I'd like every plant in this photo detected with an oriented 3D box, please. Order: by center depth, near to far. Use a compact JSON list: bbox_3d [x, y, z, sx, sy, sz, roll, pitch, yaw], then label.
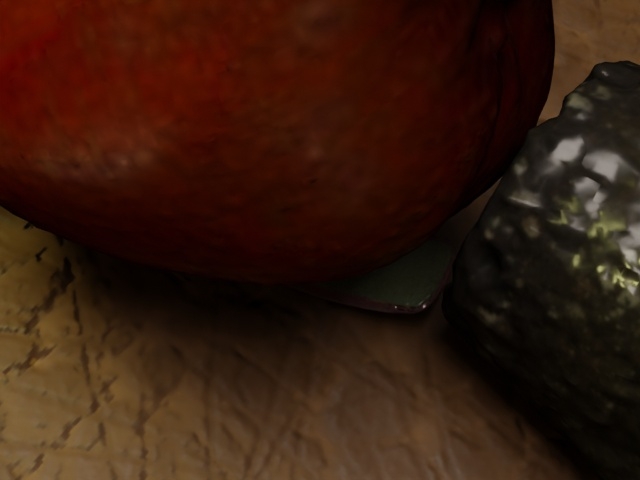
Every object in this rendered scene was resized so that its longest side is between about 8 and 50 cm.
[{"bbox_3d":[0.216,0.067,0.774,0.320,0.181,0.194,35,63,15],"label":"plant"}]

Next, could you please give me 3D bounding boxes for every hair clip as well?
[{"bbox_3d":[0.000,0.000,0.863,0.137,0.022,0.054,19,60,10],"label":"hair clip"}]

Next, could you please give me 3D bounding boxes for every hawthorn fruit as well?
[{"bbox_3d":[-0.036,-0.111,0.763,0.311,0.295,0.295,-33,67,14],"label":"hawthorn fruit"}]
